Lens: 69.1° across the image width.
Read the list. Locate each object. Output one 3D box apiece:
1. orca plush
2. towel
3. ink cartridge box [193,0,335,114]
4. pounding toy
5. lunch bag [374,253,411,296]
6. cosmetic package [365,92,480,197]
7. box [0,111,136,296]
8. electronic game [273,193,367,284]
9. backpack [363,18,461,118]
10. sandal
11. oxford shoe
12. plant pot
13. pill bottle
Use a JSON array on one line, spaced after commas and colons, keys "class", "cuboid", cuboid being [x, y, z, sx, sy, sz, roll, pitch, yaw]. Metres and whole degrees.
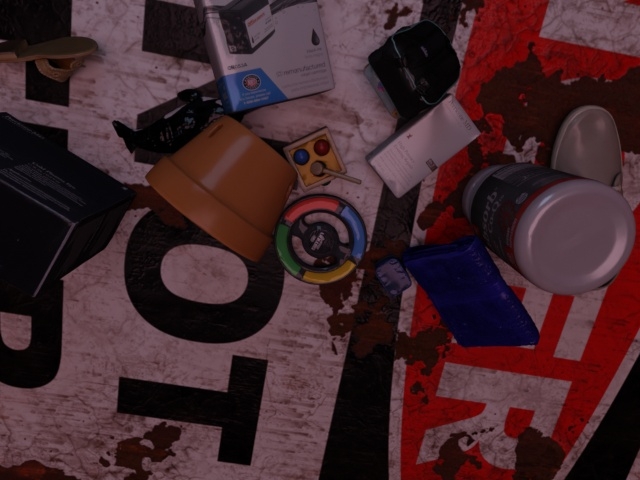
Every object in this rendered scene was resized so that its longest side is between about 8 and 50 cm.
[{"class": "orca plush", "cuboid": [-0.315, -0.255, 1.020, 0.287, 0.102, 0.151, 0, 106, -1]}, {"class": "towel", "cuboid": [0.343, 0.135, 1.095, 0.308, 0.227, 0.076, 51, 59, -15]}, {"class": "ink cartridge box", "cuboid": [-0.120, -0.432, 0.933, 0.223, 0.129, 0.308, -17, 106, -13]}, {"class": "pounding toy", "cuboid": [0.004, -0.173, 1.051, 0.130, 0.100, 0.141, -24, 105, 6]}, {"class": "lunch bag", "cuboid": [0.181, 0.086, 1.149, 0.067, 0.065, 0.098, -31, 99, 11]}, {"class": "cosmetic package", "cuboid": [0.227, -0.214, 1.053, 0.231, 0.085, 0.117, -39, 104, 11]}, {"class": "box", "cuboid": [-0.619, -0.092, 0.953, 0.343, 0.312, 0.179, 33, 103, -9]}, {"class": "electronic game", "cuboid": [0.000, 0.000, 1.129, 0.229, 0.048, 0.230, 0, 107, -1]}, {"class": "backpack", "cuboid": [0.197, -0.358, 0.971, 0.188, 0.144, 0.166, -43, 103, -27]}, {"class": "sandal", "cuboid": [-0.579, -0.384, 1.005, 0.239, 0.088, 0.079, 1, 138, 6]}, {"class": "oxford shoe", "cuboid": [0.632, -0.082, 1.078, 0.169, 0.130, 0.450, -5, 105, 2]}, {"class": "plant pot", "cuboid": [-0.186, -0.123, 0.983, 0.290, 0.291, 0.203, 38, 89, -11]}, {"class": "pill bottle", "cuboid": [0.434, -0.048, 0.959, 0.210, 0.363, 0.210, 0, 106, -2]}]
